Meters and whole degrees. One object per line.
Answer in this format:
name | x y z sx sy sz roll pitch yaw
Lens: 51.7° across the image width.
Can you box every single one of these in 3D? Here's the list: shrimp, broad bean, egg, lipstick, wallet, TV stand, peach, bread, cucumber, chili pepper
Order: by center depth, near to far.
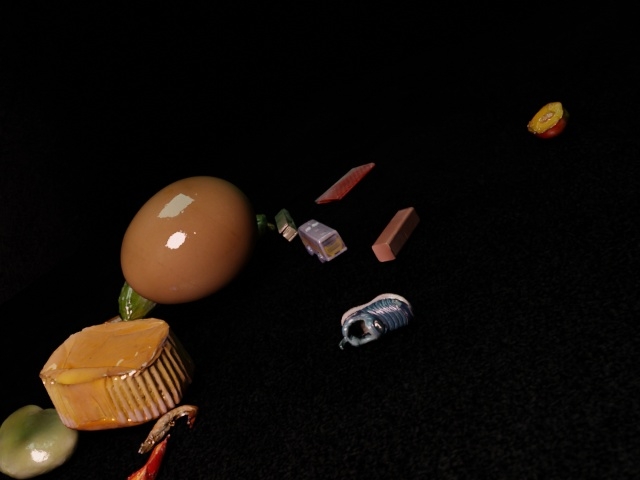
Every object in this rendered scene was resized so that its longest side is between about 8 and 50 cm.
chili pepper | -0.290 0.387 1.082 0.045 0.027 0.178 -16 23 24
shrimp | -0.272 0.338 1.186 0.091 0.025 0.127 -10 24 42
bread | -0.398 0.274 1.315 0.288 0.156 0.204 -12 26 15
broad bean | -0.584 0.410 1.348 0.228 0.100 0.169 -12 24 34
lipstick | 0.165 -0.014 1.418 0.045 0.045 0.145 -12 27 40
peach | 0.526 -0.264 1.506 0.098 0.061 0.098 -43 25 26
egg | -0.336 0.004 1.708 0.374 0.301 0.301 -43 20 -2
cucumber | -0.500 0.157 1.842 0.134 0.134 0.244 -23 26 20
TV stand | -0.102 -0.053 1.911 0.036 0.042 0.249 -49 16 7
wallet | 0.077 -0.171 1.981 0.103 0.020 0.196 -9 28 48

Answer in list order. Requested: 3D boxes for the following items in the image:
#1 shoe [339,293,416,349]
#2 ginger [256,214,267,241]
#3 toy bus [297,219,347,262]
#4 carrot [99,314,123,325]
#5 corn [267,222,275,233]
shoe | 0.093 0.137 1.109 0.143 0.064 0.071 -22 19 29
ginger | -0.250 -0.036 2.000 0.137 0.089 0.290 -41 21 -15
toy bus | 0.000 0.000 1.574 0.064 0.075 0.190 -34 20 -10
carrot | -0.626 0.283 1.778 0.225 0.067 0.067 -33 19 -17
corn | -0.154 -0.038 1.966 0.027 0.028 0.083 -45 21 -9
